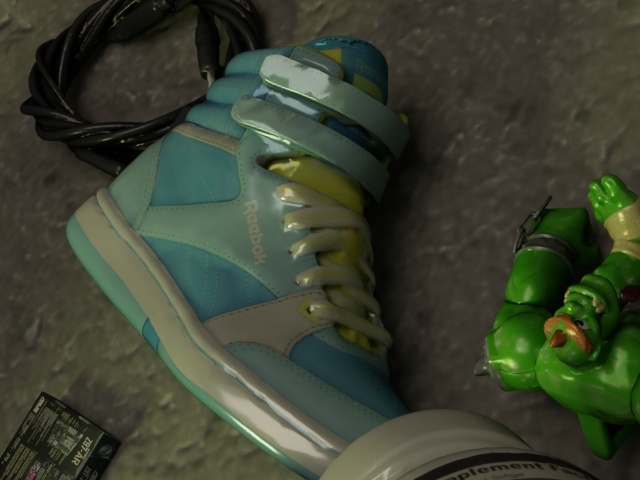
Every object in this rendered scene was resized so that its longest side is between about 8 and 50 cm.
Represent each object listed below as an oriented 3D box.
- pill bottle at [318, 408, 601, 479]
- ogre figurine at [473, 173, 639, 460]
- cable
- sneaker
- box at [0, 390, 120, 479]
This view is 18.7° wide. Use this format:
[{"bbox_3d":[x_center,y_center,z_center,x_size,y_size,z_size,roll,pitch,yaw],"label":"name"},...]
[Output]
[{"bbox_3d":[0.089,0.183,0.815,0.162,0.162,0.278,-49,24,2],"label":"pill bottle"},{"bbox_3d":[0.162,0.042,0.967,0.197,0.097,0.118,28,64,27],"label":"ogre figurine"},{"bbox_3d":[-0.122,-0.117,1.283,0.184,0.047,0.151,27,82,42],"label":"cable"},{"bbox_3d":[0.000,0.000,1.079,0.208,0.127,0.319,-50,49,3],"label":"sneaker"},{"bbox_3d":[-0.169,0.142,1.187,0.067,0.018,0.083,25,81,41],"label":"box"}]
